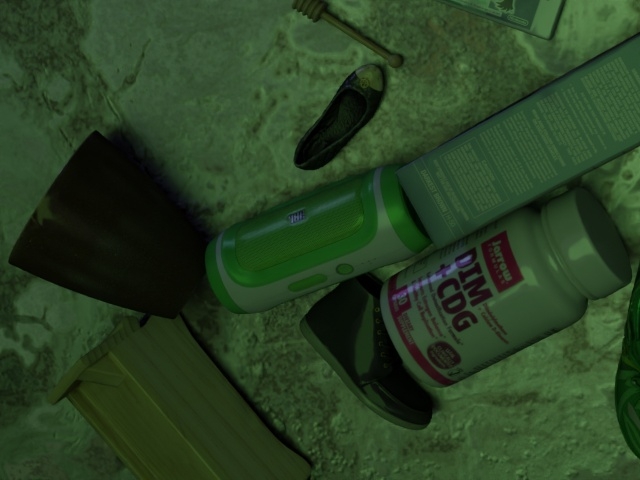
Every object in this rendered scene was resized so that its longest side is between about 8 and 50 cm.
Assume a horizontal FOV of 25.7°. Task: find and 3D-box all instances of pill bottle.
[{"bbox_3d":[0.229,0.056,1.742,0.283,0.160,0.160,-31,92,25],"label":"pill bottle"}]

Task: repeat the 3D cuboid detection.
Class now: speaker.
[{"bbox_3d":[0.000,0.000,1.831,0.296,0.131,0.131,-21,95,24],"label":"speaker"}]

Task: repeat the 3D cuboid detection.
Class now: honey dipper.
[{"bbox_3d":[0.036,-0.268,1.806,0.160,0.030,0.030,35,113,6],"label":"honey dipper"}]

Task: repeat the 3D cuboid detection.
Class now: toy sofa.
[{"bbox_3d":[-0.196,0.281,1.991,0.362,0.177,0.150,49,139,3],"label":"toy sofa"}]

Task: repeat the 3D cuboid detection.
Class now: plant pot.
[{"bbox_3d":[-0.268,0.003,1.913,0.230,0.215,0.215,34,114,-5],"label":"plant pot"}]

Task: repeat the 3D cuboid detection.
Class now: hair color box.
[{"bbox_3d":[0.292,-0.135,1.653,0.374,0.185,0.114,-28,92,25],"label":"hair color box"}]

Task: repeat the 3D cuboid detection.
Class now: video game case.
[{"bbox_3d":[0.217,-0.363,1.712,0.201,0.023,0.183,22,111,15],"label":"video game case"}]

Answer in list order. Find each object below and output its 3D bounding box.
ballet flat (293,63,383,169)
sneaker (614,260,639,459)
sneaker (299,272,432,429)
[{"bbox_3d":[0.026,-0.156,1.825,0.057,0.049,0.173,39,114,7],"label":"ballet flat"},{"bbox_3d":[0.409,0.147,1.716,0.109,0.123,0.296,4,106,20],"label":"sneaker"},{"bbox_3d":[0.083,0.145,1.864,0.222,0.083,0.118,43,114,7],"label":"sneaker"}]
